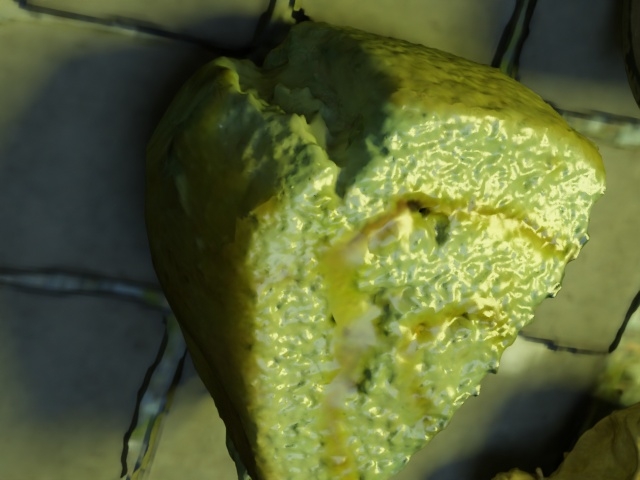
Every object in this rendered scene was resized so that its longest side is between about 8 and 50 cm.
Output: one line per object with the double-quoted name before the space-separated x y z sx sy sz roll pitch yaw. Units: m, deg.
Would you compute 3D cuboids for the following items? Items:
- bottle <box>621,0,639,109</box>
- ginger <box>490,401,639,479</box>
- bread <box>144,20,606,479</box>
"bottle" 0.179 -0.064 0.574 0.152 0.099 0.099 6 115 -25
"ginger" 0.149 0.108 0.663 0.206 0.081 0.115 13 99 -17
"bread" -0.004 0.004 0.543 0.110 0.103 0.156 33 97 -35
